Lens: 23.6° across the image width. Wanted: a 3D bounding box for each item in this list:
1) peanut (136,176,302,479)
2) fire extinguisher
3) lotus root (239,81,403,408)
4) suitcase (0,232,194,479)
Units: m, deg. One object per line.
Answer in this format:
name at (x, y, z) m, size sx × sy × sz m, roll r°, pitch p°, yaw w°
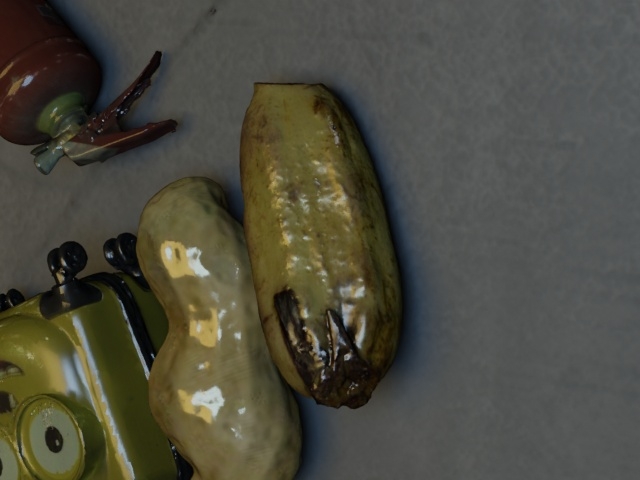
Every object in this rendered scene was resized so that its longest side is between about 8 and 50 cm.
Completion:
peanut at (-0.079, 0.079, 1.193) m, size 0.101 × 0.117 × 0.263 m, roll -8°, pitch 89°, yaw 52°
fire extinguisher at (-0.253, -0.182, 1.295) m, size 0.147 × 0.106 × 0.337 m, roll -43°, pitch 71°, yaw 4°
lotus root at (0.000, 0.000, 1.140) m, size 0.110 × 0.097 × 0.258 m, roll -10°, pitch 78°, yaw 4°
suitcase at (-0.210, 0.135, 1.269) m, size 0.194 × 0.143 × 0.234 m, roll -24°, pitch 83°, yaw 34°
